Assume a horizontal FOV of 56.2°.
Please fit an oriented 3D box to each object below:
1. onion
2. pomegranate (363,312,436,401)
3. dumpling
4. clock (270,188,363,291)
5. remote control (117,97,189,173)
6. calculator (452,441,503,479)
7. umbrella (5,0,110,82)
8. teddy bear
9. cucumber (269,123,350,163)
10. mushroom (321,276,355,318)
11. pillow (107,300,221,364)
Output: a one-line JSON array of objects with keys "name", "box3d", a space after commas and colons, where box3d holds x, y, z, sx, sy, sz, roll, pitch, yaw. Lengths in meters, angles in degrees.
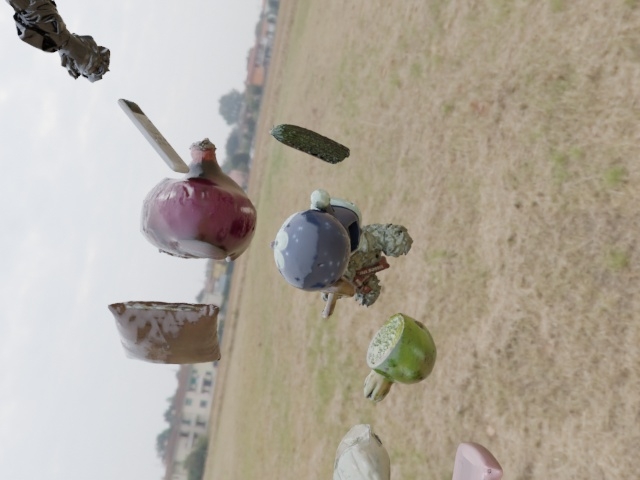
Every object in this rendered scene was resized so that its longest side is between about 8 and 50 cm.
[{"name": "onion", "box3d": [-0.382, -0.139, 1.994, 0.398, 0.399, 0.420, 138, 144, -77]}, {"name": "pomegranate", "box3d": [0.223, 0.329, 1.622, 0.190, 0.159, 0.240, -40, 17, 57]}, {"name": "dumpling", "box3d": [0.089, 0.514, 1.327, 0.118, 0.136, 0.199, 49, -161, -49]}, {"name": "clock", "box3d": [0.000, 0.000, 1.179, 0.243, 0.147, 0.199, -45, -40, -63]}, {"name": "remote control", "box3d": [-0.417, -0.265, 1.498, 0.029, 0.261, 0.067, -46, -17, 16]}, {"name": "calculator", "box3d": [0.404, 0.659, 1.608, 0.329, 0.048, 0.220, 106, 174, -81]}, {"name": "umbrella", "box3d": [-0.614, -0.475, 1.402, 0.122, 0.110, 0.272, -53, -34, -4]}, {"name": "teddy bear", "box3d": [0.087, 0.094, 1.976, 0.368, 0.224, 0.357, -26, -27, -47]}, {"name": "cucumber", "box3d": [-0.033, -0.307, 1.861, 0.077, 0.265, 0.077, -34, 46, 44]}, {"name": "mushroom", "box3d": [0.025, 0.116, 1.311, 0.129, 0.088, 0.072, 114, 157, -43]}, {"name": "pillow", "box3d": [-0.454, 0.282, 1.786, 0.305, 0.308, 0.108, 100, 170, -50]}]
